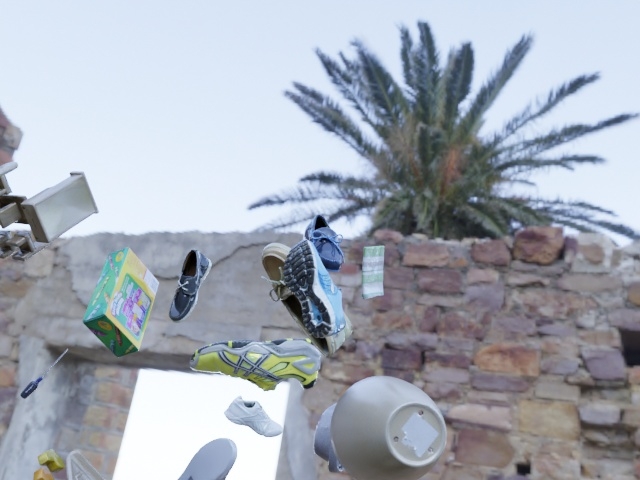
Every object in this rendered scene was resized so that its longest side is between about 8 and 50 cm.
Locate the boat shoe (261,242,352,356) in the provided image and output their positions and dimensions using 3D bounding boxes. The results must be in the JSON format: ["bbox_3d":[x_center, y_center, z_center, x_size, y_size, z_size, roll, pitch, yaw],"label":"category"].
[{"bbox_3d":[-0.040,0.131,1.556,0.285,0.089,0.104,49,-48,-3],"label":"boat shoe"}]

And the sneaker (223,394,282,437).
[{"bbox_3d":[-0.148,0.416,1.617,0.152,0.061,0.054,29,7,-22],"label":"sneaker"}]

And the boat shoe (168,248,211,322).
[{"bbox_3d":[-0.412,0.138,2.095,0.083,0.233,0.079,6,-29,25],"label":"boat shoe"}]

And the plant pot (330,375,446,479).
[{"bbox_3d":[0.171,0.417,1.496,0.256,0.257,0.274,12,-16,-7],"label":"plant pot"}]

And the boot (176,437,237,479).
[{"bbox_3d":[-0.260,0.570,1.636,0.258,0.095,0.123,-46,-40,13],"label":"boot"}]

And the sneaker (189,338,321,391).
[{"bbox_3d":[-0.188,0.358,1.958,0.384,0.147,0.145,-4,-10,9],"label":"sneaker"}]

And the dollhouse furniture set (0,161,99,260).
[{"bbox_3d":[-0.675,-0.082,1.608,0.241,0.161,0.212,5,-58,29],"label":"dollhouse furniture set"}]

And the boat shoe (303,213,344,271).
[{"bbox_3d":[0.000,0.000,1.900,0.108,0.089,0.258,11,21,-24],"label":"boat shoe"}]

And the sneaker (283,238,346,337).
[{"bbox_3d":[-0.005,0.076,1.072,0.063,0.162,0.073,-28,-22,30],"label":"sneaker"}]

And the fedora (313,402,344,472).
[{"bbox_3d":[0.064,0.647,2.336,0.124,0.276,0.244,18,-30,25],"label":"fedora"}]

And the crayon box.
[{"bbox_3d":[-0.574,0.176,1.997,0.081,0.279,0.165,-18,-52,18],"label":"crayon box"}]

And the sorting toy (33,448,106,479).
[{"bbox_3d":[-0.463,0.519,1.340,0.307,0.041,0.229,61,-6,-27],"label":"sorting toy"}]

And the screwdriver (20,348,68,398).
[{"bbox_3d":[-0.734,0.357,1.834,0.025,0.170,0.024,42,-7,33],"label":"screwdriver"}]

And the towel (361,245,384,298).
[{"bbox_3d":[0.157,0.093,2.023,0.023,0.152,0.113,5,5,32],"label":"towel"}]
